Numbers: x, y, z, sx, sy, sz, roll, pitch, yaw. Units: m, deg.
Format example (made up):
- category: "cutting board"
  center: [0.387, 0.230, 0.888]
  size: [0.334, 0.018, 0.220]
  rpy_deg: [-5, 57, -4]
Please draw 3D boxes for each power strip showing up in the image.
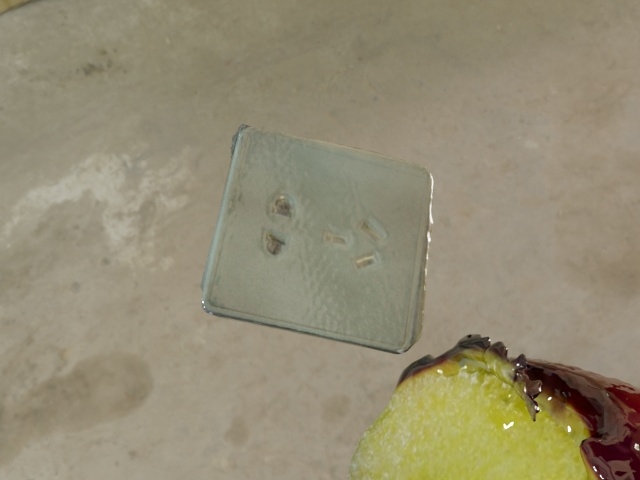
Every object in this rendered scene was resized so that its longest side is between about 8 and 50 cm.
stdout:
- category: "power strip"
  center: [0.000, 0.000, 0.658]
  size: [0.213, 0.064, 0.198]
  rpy_deg: [14, 70, -9]

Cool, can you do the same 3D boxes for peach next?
- category: "peach"
  center: [0.211, 0.297, 0.715]
  size: [0.417, 0.353, 0.339]
  rpy_deg: [16, 71, 27]
